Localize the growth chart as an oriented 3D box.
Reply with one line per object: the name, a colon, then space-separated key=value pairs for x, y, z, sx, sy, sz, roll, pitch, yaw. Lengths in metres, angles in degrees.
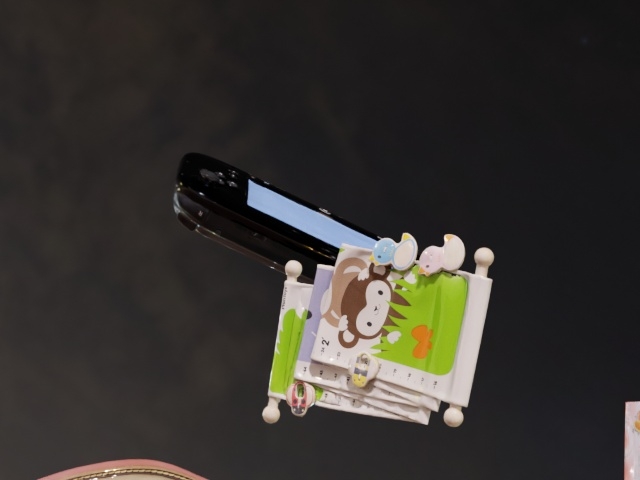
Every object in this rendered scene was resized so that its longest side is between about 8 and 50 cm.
growth chart: x=0.047 y=0.078 z=1.335 sx=0.237 sy=0.172 sz=0.021 roll=-2 pitch=-9 yaw=40

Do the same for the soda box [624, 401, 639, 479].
soda box: x=0.369 y=0.273 z=1.713 sx=0.058 sy=0.183 sz=0.063 roll=-2 pitch=-29 yaw=17

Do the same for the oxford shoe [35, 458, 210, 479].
oxford shoe: x=-0.131 y=0.291 z=1.433 sx=0.348 sy=0.130 sz=0.123 roll=4 pitch=-63 yaw=-12

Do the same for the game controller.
game controller: x=0.000 y=0.000 z=1.541 sx=0.319 sy=0.166 sz=0.067 roll=26 pitch=-67 yaw=-9
